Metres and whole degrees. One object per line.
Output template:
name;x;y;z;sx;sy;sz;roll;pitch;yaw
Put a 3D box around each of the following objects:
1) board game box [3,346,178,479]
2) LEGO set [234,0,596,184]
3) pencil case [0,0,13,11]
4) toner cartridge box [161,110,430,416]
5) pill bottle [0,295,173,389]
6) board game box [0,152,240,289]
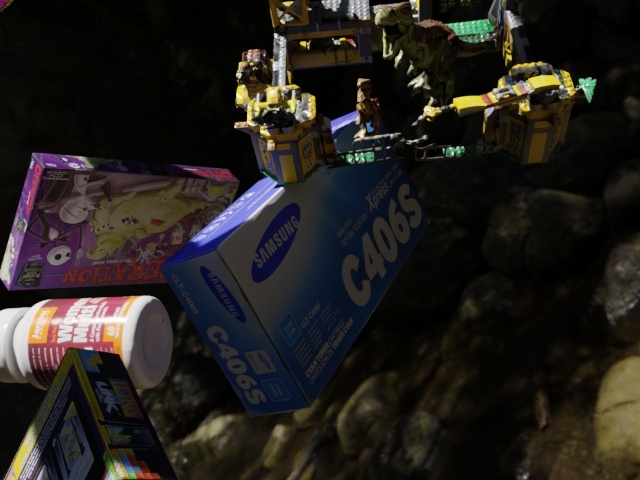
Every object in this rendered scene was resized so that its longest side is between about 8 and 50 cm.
board game box;-0.181;0.189;0.529;0.170;0.048;0.141;-60;41;15
LEGO set;0.067;-0.196;0.623;0.192;0.331;0.255;79;-164;-54
pencil case;-0.358;-0.294;0.608;0.104;0.236;0.104;-35;31;25
toner cartridge box;0.000;0.000;0.736;0.075;0.165;0.348;-18;20;35
pill bottle;-0.319;0.137;0.952;0.221;0.121;0.121;-3;23;13
board game box;-0.303;-0.024;1.131;0.346;0.056;0.208;-1;-52;-47
